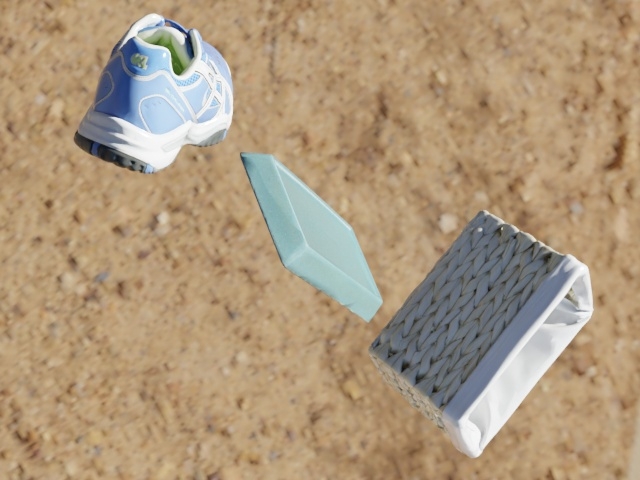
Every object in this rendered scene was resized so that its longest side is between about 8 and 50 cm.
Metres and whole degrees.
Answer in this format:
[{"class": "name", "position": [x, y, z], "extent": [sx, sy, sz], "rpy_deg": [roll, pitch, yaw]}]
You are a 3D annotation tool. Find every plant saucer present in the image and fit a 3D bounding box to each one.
[{"class": "plant saucer", "position": [0.000, 0.000, 0.828], "extent": [0.067, 0.018, 0.192], "rpy_deg": [68, 10, 17]}]

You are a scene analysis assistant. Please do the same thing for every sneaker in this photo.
[{"class": "sneaker", "position": [-0.096, -0.109, 0.982], "extent": [0.080, 0.081, 0.211], "rpy_deg": [21, 20, 1]}]

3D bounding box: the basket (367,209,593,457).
[{"class": "basket", "position": [0.130, 0.073, 1.180], "extent": [0.103, 0.113, 0.167], "rpy_deg": [37, 80, 24]}]
